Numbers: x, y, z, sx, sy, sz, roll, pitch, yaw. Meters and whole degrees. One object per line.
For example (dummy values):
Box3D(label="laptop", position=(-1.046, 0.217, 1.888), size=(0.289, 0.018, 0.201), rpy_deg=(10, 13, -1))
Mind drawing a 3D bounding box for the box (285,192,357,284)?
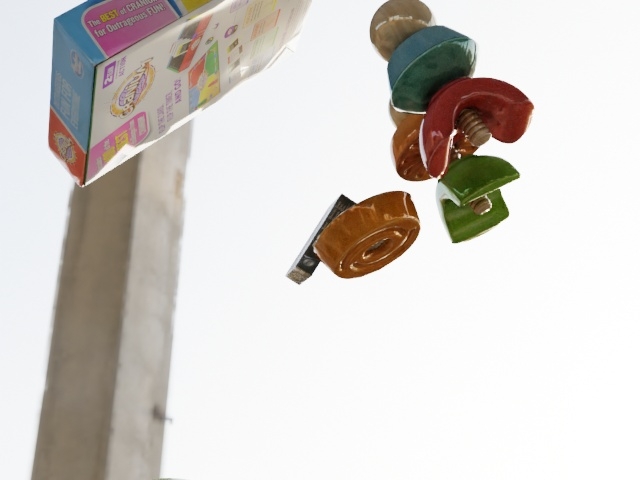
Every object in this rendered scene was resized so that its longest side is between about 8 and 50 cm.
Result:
Box3D(label="box", position=(0.000, 0.000, 1.142), size=(0.018, 0.083, 0.067), rpy_deg=(33, -13, -4))

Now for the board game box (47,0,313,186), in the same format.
Box3D(label="board game box", position=(-0.137, -0.212, 1.273), size=(0.316, 0.064, 0.242), rpy_deg=(-36, -13, -27))

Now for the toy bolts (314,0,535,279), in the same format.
Box3D(label="toy bolts", position=(0.069, -0.099, 1.071), size=(0.218, 0.158, 0.228), rpy_deg=(-23, -26, -17))

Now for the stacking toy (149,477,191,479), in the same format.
Box3D(label="stacking toy", position=(-0.158, 0.318, 0.829), size=(0.309, 0.279, 0.130), rpy_deg=(-12, -9, 0))
